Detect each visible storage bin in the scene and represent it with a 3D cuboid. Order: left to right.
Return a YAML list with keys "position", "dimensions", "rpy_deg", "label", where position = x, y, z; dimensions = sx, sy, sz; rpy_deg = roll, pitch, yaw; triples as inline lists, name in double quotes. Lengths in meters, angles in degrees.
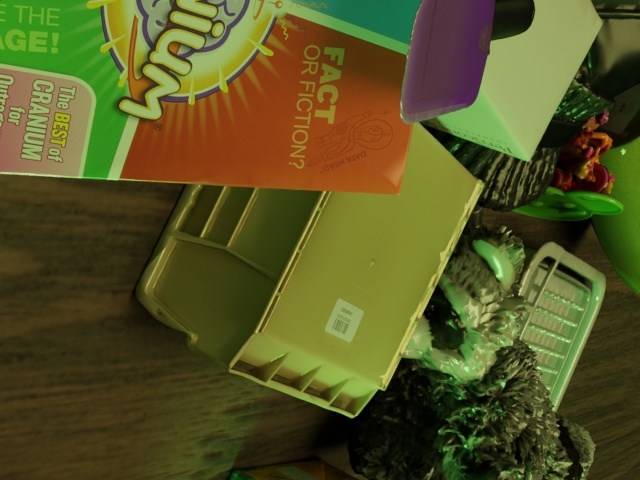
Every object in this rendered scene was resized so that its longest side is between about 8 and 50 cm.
- position: [0.000, 0.000, 1.078]
  dimensions: [0.260, 0.123, 0.262]
  rpy_deg: [-64, 150, -4]
  label: "storage bin"

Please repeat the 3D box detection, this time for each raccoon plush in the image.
- position: [0.182, 0.123, 1.383]
  dimensions: [0.446, 0.216, 0.299]
  rpy_deg: [4, 96, -64]
  label: "raccoon plush"

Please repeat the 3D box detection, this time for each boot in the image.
- position: [0.285, -0.158, 1.302]
  dimensions: [0.348, 0.131, 0.260]
  rpy_deg: [4, 119, -25]
  label: "boot"

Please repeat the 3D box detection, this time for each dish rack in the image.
- position: [0.262, 0.144, 1.637]
  dimensions: [0.333, 0.072, 0.285]
  rpy_deg: [21, 91, -60]
  label: "dish rack"

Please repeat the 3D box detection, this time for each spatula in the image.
- position: [0.106, -0.137, 0.800]
  dimensions: [0.296, 0.030, 0.084]
  rpy_deg: [-40, 141, -66]
  label: "spatula"

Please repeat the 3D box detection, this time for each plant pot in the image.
- position: [0.442, -0.098, 1.610]
  dimensions: [0.293, 0.275, 0.274]
  rpy_deg: [38, 76, -42]
  label: "plant pot"

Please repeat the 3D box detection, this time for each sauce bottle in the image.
- position: [0.177, 0.008, 1.442]
  dimensions: [0.042, 0.042, 0.128]
  rpy_deg: [-44, 140, -34]
  label: "sauce bottle"

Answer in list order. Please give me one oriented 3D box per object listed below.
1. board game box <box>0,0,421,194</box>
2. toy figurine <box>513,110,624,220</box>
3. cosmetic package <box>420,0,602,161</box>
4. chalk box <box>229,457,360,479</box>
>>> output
- position: [-0.091, -0.154, 0.704]
  dimensions: [0.317, 0.064, 0.242]
  rpy_deg: [2, 114, -15]
  label: "board game box"
- position: [0.286, -0.116, 1.435]
  dimensions: [0.130, 0.173, 0.159]
  rpy_deg: [24, 76, -43]
  label: "toy figurine"
- position: [0.070, -0.221, 0.967]
  dimensions: [0.155, 0.197, 0.365]
  rpy_deg: [-62, 148, -8]
  label: "cosmetic package"
- position: [-0.022, 0.392, 1.252]
  dimensions: [0.179, 0.180, 0.289]
  rpy_deg: [10, 100, -59]
  label: "chalk box"
